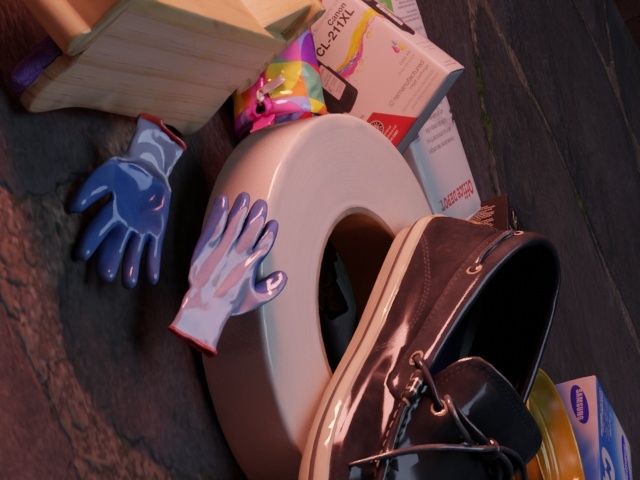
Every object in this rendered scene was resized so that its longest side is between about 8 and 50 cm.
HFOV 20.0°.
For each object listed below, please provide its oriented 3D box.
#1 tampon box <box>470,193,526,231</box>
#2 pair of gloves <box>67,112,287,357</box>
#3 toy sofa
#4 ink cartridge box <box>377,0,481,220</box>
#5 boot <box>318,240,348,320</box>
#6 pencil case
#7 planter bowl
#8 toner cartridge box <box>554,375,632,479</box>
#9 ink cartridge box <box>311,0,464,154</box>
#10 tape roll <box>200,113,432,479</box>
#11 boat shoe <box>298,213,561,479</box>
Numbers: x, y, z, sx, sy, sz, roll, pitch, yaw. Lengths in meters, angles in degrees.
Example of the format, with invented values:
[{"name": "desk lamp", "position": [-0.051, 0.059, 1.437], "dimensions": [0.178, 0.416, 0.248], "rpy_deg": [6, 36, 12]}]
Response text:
[{"name": "tampon box", "position": [0.216, 0.045, 2.340], "dimensions": [0.161, 0.101, 0.120], "rpy_deg": [-85, 152, -49]}, {"name": "pair of gloves", "position": [-0.110, -0.002, 1.470], "dimensions": [0.198, 0.023, 0.159], "rpy_deg": [37, 54, -21]}, {"name": "toy sofa", "position": [-0.155, -0.208, 1.513], "dimensions": [0.150, 0.177, 0.362], "rpy_deg": [51, 16, 13]}, {"name": "ink cartridge box", "position": [0.067, -0.139, 2.050], "dimensions": [0.211, 0.122, 0.289], "rpy_deg": [-32, 104, -70]}, {"name": "boot", "position": [0.000, 0.000, 1.849], "dimensions": [0.246, 0.083, 0.161], "rpy_deg": [-9, 89, -65]}, {"name": "pencil case", "position": [-0.055, -0.205, 1.815], "dimensions": [0.104, 0.104, 0.236], "rpy_deg": [31, 44, -62]}, {"name": "planter bowl", "position": [0.258, 0.275, 2.281], "dimensions": [0.217, 0.090, 0.217], "rpy_deg": [52, 29, -45]}, {"name": "toner cartridge box", "position": [0.391, 0.374, 2.587], "dimensions": [0.348, 0.075, 0.165], "rpy_deg": [-83, 151, -49]}, {"name": "ink cartridge box", "position": [0.039, -0.180, 1.895], "dimensions": [0.175, 0.127, 0.072], "rpy_deg": [38, 18, 9]}, {"name": "tape roll", "position": [0.017, 0.076, 1.700], "dimensions": [0.392, 0.072, 0.392], "rpy_deg": [25, 60, -57]}, {"name": "boat shoe", "position": [0.104, 0.170, 1.603], "dimensions": [0.187, 0.156, 0.500], "rpy_deg": [60, 37, -37]}]
